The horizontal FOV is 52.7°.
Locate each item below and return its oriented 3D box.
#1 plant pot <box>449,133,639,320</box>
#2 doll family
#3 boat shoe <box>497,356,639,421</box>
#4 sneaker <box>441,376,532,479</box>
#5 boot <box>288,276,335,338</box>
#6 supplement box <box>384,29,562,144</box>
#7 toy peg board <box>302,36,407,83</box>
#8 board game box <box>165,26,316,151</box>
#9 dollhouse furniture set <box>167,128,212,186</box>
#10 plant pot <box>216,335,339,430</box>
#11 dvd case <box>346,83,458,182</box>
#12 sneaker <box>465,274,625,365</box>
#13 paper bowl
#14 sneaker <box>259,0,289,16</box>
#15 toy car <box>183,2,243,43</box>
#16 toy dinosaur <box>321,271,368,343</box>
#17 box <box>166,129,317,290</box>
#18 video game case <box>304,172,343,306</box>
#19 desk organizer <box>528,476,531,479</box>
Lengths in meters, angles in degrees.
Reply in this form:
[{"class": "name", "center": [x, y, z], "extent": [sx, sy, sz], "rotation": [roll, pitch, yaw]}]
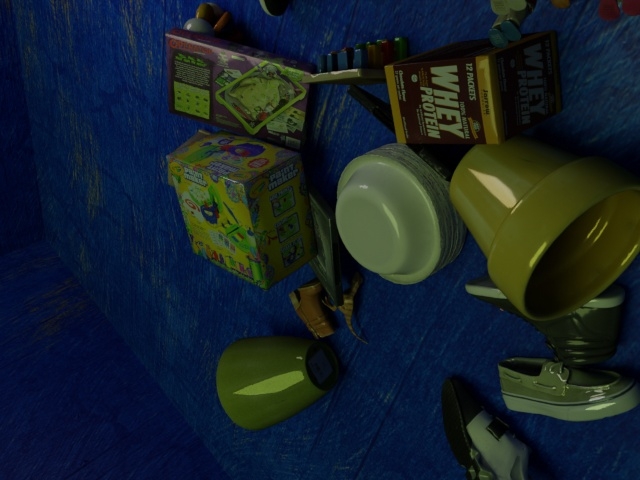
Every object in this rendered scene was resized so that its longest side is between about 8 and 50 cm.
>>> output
[{"class": "plant pot", "center": [0.338, -0.045, 1.012], "extent": [0.239, 0.254, 0.254], "rotation": [52, 147, 42]}, {"class": "doll family", "center": [0.318, -0.364, 0.825], "extent": [0.263, 0.163, 0.118], "rotation": [4, 148, 50]}, {"class": "boat shoe", "center": [0.439, 0.265, 1.189], "extent": [0.302, 0.109, 0.094], "rotation": [-21, 94, 57]}, {"class": "sneaker", "center": [0.369, 0.442, 1.396], "extent": [0.122, 0.146, 0.330], "rotation": [98, 157, -53]}, {"class": "boot", "center": [-0.004, 0.182, 1.722], "extent": [0.152, 0.073, 0.197], "rotation": [60, 156, 4]}, {"class": "supplement box", "center": [0.243, -0.240, 1.022], "extent": [0.194, 0.191, 0.129], "rotation": [10, 120, 47]}, {"class": "toy peg board", "center": [0.075, -0.338, 1.212], "extent": [0.161, 0.161, 0.079], "rotation": [9, 104, 49]}, {"class": "board game box", "center": [-0.188, -0.346, 1.486], "extent": [0.347, 0.056, 0.208], "rotation": [18, 136, 9]}, {"class": "dollhouse furniture set", "center": [-0.276, -0.191, 1.795], "extent": [0.242, 0.161, 0.212], "rotation": [23, 133, 13]}, {"class": "plant pot", "center": [-0.097, 0.385, 1.839], "extent": [0.293, 0.275, 0.274], "rotation": [-22, 95, 40]}, {"class": "dvd case", "center": [0.171, -0.185, 1.178], "extent": [0.253, 0.180, 0.022], "rotation": [47, 109, 21]}, {"class": "sneaker", "center": [0.393, 0.143, 1.160], "extent": [0.296, 0.105, 0.146], "rotation": [6, 112, 45]}, {"class": "paper bowl", "center": [0.143, -0.045, 1.319], "extent": [0.284, 0.148, 0.284], "rotation": [32, 136, 37]}, {"class": "sneaker", "center": [-0.061, -0.544, 1.299], "extent": [0.121, 0.079, 0.217], "rotation": [38, 137, 32]}, {"class": "toy car", "center": [-0.252, -0.473, 1.558], "extent": [0.136, 0.159, 0.182], "rotation": [15, 132, -1]}, {"class": "toy dinosaur", "center": [0.065, 0.170, 1.630], "extent": [0.112, 0.064, 0.211], "rotation": [29, 133, 36]}, {"class": "box", "center": [-0.184, -0.080, 1.532], "extent": [0.290, 0.177, 0.279], "rotation": [23, 135, 40]}, {"class": "video game case", "center": [0.000, 0.000, 1.547], "extent": [0.196, 0.026, 0.274], "rotation": [-124, 21, -46]}, {"class": "desk organizer", "center": [0.398, 0.510, 1.446], "extent": [0.130, 0.050, 0.047], "rotation": [43, 141, 25]}]
